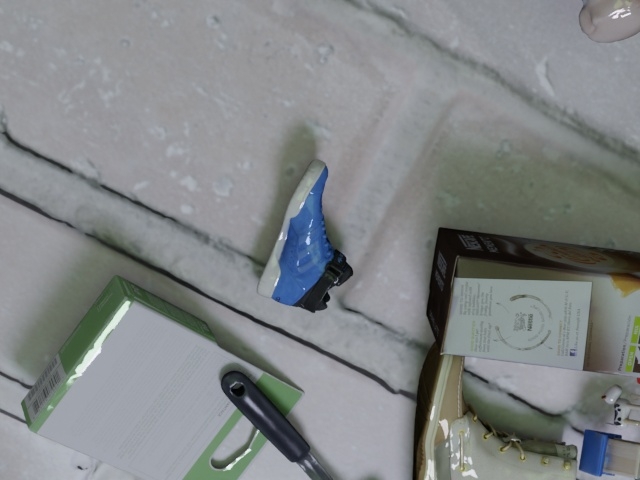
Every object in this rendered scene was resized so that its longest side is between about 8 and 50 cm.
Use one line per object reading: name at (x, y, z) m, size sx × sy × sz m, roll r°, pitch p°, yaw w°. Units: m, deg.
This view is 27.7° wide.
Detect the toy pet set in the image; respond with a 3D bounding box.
toy pet set at (0.304, 0.183, 1.315) m, size 0.065 × 0.122 × 0.114 m, roll 8°, pitch 86°, yaw 29°

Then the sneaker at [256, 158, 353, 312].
sneaker at (0.000, 0.000, 1.287) m, size 0.084 × 0.058 × 0.152 m, roll 21°, pitch 105°, yaw 0°

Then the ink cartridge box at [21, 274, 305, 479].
ink cartridge box at (-0.157, 0.160, 1.323) m, size 0.235 × 0.056 × 0.171 m, roll 31°, pitch 101°, yaw -32°

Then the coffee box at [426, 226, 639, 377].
coffee box at (0.236, 0.061, 1.267) m, size 0.246 × 0.141 × 0.098 m, roll 7°, pitch 101°, yaw -4°

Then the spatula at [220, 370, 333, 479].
spatula at (-0.005, 0.242, 1.342) m, size 0.084 × 0.030 × 0.296 m, roll -38°, pitch 105°, yaw 7°

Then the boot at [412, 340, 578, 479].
boot at (0.180, 0.203, 1.329) m, size 0.165 × 0.077 × 0.213 m, roll 2°, pitch 107°, yaw -1°

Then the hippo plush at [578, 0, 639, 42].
hippo plush at (0.236, -0.345, 1.134) m, size 0.236 × 0.234 × 0.294 m, roll 26°, pitch 101°, yaw -7°
